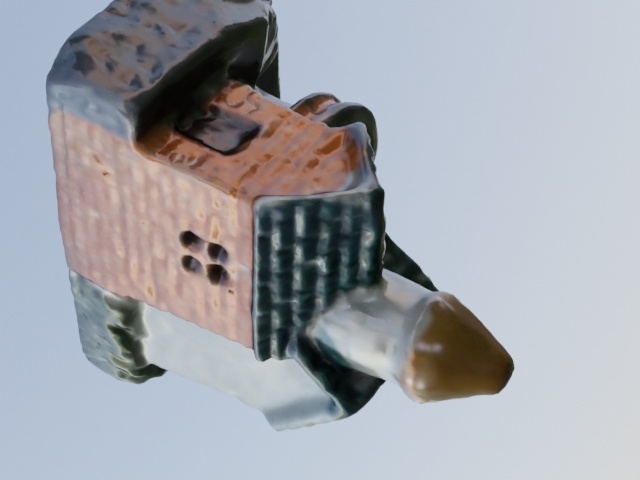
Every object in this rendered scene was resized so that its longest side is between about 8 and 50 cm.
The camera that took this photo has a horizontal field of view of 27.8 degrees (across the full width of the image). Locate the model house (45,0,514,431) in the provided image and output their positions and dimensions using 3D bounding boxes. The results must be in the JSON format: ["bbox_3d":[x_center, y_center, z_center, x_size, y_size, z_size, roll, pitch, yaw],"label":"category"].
[{"bbox_3d":[0.000,0.000,0.800,0.190,0.301,0.271,-44,-30,-39],"label":"model house"}]
